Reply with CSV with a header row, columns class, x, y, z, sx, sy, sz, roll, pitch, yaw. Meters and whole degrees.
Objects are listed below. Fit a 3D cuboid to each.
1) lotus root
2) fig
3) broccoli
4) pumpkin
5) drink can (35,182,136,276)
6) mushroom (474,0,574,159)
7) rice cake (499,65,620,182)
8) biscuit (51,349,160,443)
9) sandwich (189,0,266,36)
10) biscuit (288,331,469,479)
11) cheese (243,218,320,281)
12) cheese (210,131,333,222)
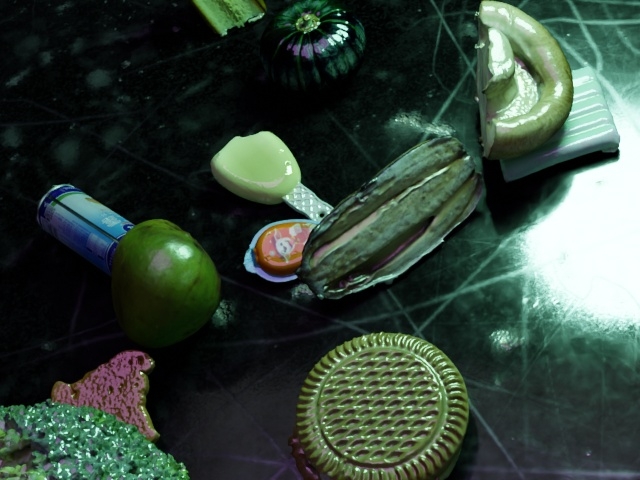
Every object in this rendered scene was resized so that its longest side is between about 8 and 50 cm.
class,x,y,z,sx,sy,sz,roll,pitch,yaw
lotus root,0.098,-0.032,1.535,0.329,0.167,0.078,-34,23,-10
fig,-0.242,0.071,1.530,0.181,0.181,0.191,24,88,30
broccoli,-0.359,0.346,1.291,0.375,0.249,0.302,19,64,7
pumpkin,-0.014,-0.351,1.793,0.202,0.140,0.202,-8,56,12
drink can,-0.374,-0.010,1.679,0.235,0.097,0.097,28,67,33
mushroom,0.322,-0.255,1.573,0.151,0.156,0.285,-1,65,3
rice cake,0.374,-0.190,1.619,0.198,0.037,0.189,-13,51,7
biscuit,-0.338,0.284,1.470,0.183,0.043,0.280,29,80,20
sandwich,-0.217,-0.513,1.915,0.122,0.235,0.128,-34,53,6
biscuit,0.079,0.247,1.361,0.259,0.079,0.259,-7,53,10
cheese,0.000,0.000,1.589,0.256,0.037,0.106,-16,67,1
cheese,-0.063,-0.095,1.675,0.255,0.050,0.127,36,72,24
